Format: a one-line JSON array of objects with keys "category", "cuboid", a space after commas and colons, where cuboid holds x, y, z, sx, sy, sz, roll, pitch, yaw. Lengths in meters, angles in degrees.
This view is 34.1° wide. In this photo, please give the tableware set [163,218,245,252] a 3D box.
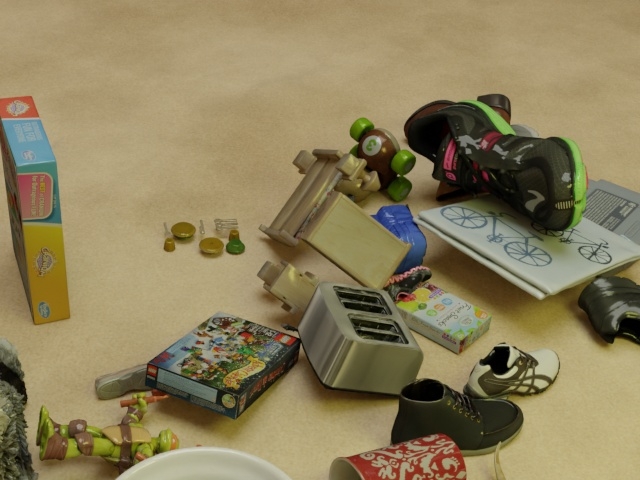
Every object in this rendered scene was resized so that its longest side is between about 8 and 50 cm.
[{"category": "tableware set", "cuboid": [-0.226, -0.001, 2.013, 0.154, 0.024, 0.104, -3, 38, -13]}]

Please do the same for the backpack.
[{"category": "backpack", "cuboid": [0.139, 0.006, 1.977, 0.101, 0.098, 0.120, -11, 46, -24]}]

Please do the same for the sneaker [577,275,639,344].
[{"category": "sneaker", "cuboid": [0.609, 0.133, 1.853, 0.286, 0.109, 0.130, -6, 44, -3]}]

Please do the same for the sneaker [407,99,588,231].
[{"category": "sneaker", "cuboid": [0.327, -0.134, 1.986, 0.202, 0.185, 0.483, -11, 24, -24]}]

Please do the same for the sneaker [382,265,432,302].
[{"category": "sneaker", "cuboid": [0.161, 0.087, 1.913, 0.119, 0.047, 0.057, -19, 62, -30]}]

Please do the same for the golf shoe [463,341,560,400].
[{"category": "golf shoe", "cuboid": [0.323, 0.206, 1.700, 0.198, 0.094, 0.077, -19, 39, -34]}]

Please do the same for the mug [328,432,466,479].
[{"category": "mug", "cuboid": [0.103, 0.327, 1.481, 0.169, 0.113, 0.150, -12, 39, -28]}]

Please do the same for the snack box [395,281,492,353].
[{"category": "snack box", "cuboid": [0.216, 0.135, 1.842, 0.141, 0.037, 0.100, 28, 41, 30]}]

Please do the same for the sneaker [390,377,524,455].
[{"category": "sneaker", "cuboid": [0.217, 0.260, 1.582, 0.222, 0.118, 0.083, -10, 36, -20]}]

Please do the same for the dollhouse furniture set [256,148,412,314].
[{"category": "dollhouse furniture set", "cuboid": [0.000, 0.000, 1.974, 0.174, 0.303, 0.355, 38, -7, -20]}]

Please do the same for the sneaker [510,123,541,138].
[{"category": "sneaker", "cuboid": [0.425, -0.166, 2.256, 0.115, 0.105, 0.281, -3, 35, -10]}]

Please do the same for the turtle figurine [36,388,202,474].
[{"category": "turtle figurine", "cuboid": [-0.298, 0.286, 1.514, 0.217, 0.087, 0.269, 9, 18, -20]}]

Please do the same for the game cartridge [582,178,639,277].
[{"category": "game cartridge", "cuboid": [0.568, -0.027, 2.113, 0.198, 0.062, 0.297, 29, 41, 26]}]

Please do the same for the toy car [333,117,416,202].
[{"category": "toy car", "cuboid": [0.075, -0.137, 2.157, 0.188, 0.149, 0.155, -33, 58, -27]}]

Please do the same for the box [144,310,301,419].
[{"category": "box", "cuboid": [-0.150, 0.193, 1.663, 0.159, 0.044, 0.233, 16, 22, 18]}]

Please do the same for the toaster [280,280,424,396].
[{"category": "toaster", "cuboid": [0.057, 0.160, 1.683, 0.185, 0.110, 0.168, 10, 28, -25]}]

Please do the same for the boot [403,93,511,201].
[{"category": "boot", "cuboid": [0.288, -0.184, 2.290, 0.264, 0.096, 0.280, -4, 48, 23]}]

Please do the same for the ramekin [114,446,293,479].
[{"category": "ramekin", "cuboid": [-0.149, 0.404, 1.312, 0.277, 0.135, 0.277, 4, 34, -2]}]

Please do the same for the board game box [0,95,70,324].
[{"category": "board game box", "cuboid": [-0.494, -0.053, 1.793, 0.064, 0.316, 0.242, -10, 37, -20]}]

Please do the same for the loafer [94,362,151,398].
[{"category": "loafer", "cuboid": [-0.297, 0.216, 1.660, 0.125, 0.045, 0.039, -13, 31, -19]}]

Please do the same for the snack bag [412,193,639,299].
[{"category": "snack bag", "cuboid": [0.398, -0.007, 1.966, 0.342, 0.037, 0.323, -16, 37, -42]}]

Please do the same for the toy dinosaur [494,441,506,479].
[{"category": "toy dinosaur", "cuboid": [0.271, 0.376, 1.492, 0.092, 0.053, 0.183, 0, 38, -35]}]

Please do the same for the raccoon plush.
[{"category": "raccoon plush", "cuboid": [-0.517, 0.194, 1.435, 0.216, 0.299, 0.446, -8, 35, -17]}]
